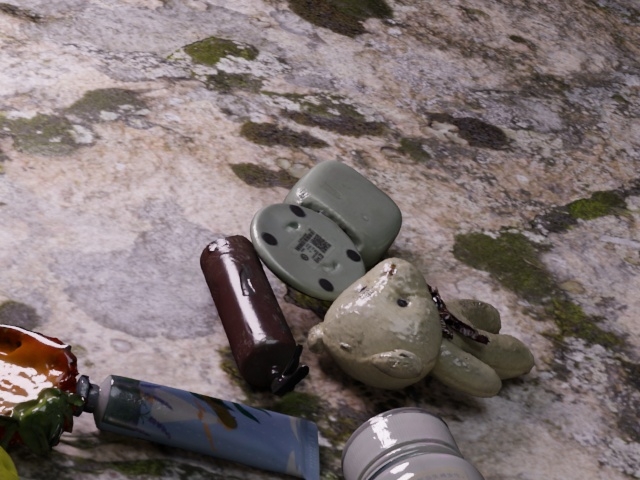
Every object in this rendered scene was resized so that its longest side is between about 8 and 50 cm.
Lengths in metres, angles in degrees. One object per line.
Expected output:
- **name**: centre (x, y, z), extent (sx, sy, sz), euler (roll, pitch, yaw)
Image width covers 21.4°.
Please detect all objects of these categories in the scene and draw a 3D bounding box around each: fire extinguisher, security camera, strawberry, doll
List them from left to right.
- **strawberry**: centre (-0.319, 0.155, 1.709), extent (0.192, 0.085, 0.140), euler (-1, 46, 8)
- **fire extinguisher**: centre (-0.071, 0.089, 1.935), extent (0.072, 0.089, 0.268), euler (19, 27, -30)
- **security camera**: centre (0.000, 0.000, 2.106), extent (0.157, 0.080, 0.301), euler (39, 31, 2)
- **doll**: centre (0.133, 0.099, 1.992), extent (0.278, 0.149, 0.175), euler (5, 3, -42)

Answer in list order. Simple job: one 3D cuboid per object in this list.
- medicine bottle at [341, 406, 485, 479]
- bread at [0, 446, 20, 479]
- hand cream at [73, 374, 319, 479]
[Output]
- **medicine bottle**: centre (0.112, 0.291, 1.660), extent (0.143, 0.143, 0.258), euler (4, 35, -21)
- **bread**: centre (-0.396, 0.281, 1.258), extent (0.348, 0.308, 0.348), euler (8, 31, -5)
- **hand cream**: centre (-0.127, 0.193, 1.783), extent (0.271, 0.058, 0.091), euler (16, 34, -14)
